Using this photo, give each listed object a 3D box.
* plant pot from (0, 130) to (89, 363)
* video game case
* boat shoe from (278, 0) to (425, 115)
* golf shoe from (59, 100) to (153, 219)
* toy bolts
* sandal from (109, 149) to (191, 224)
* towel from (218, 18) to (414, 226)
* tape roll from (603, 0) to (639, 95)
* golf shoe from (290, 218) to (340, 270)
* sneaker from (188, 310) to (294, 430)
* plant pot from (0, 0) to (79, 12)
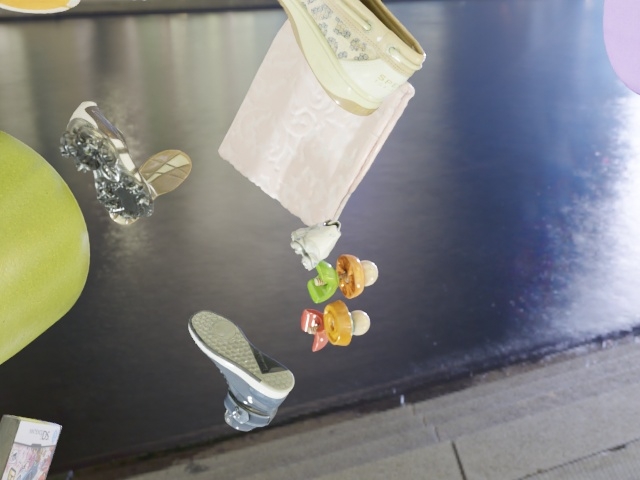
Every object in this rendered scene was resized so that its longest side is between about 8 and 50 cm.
[{"bbox_3d":[-0.414,0.053,0.728,0.274,0.275,0.293,1,25,6],"label":"plant pot"},{"bbox_3d":[-0.554,0.458,1.339,0.035,0.275,0.248,12,-17,1],"label":"video game case"},{"bbox_3d":[0.002,-0.258,0.711,0.089,0.285,0.104,-35,-8,35],"label":"boat shoe"},{"bbox_3d":[-0.284,-0.109,1.041,0.077,0.198,0.094,-9,53,8],"label":"golf shoe"},{"bbox_3d":[0.067,0.169,1.733,0.158,0.229,0.218,-7,46,-22],"label":"toy bolts"},{"bbox_3d":[-0.316,-0.103,1.371,0.180,0.072,0.049,-42,26,7],"label":"sandal"},{"bbox_3d":[-0.020,-0.220,1.398,0.332,0.317,0.053,40,18,33],"label":"towel"},{"bbox_3d":[0.474,-0.291,0.887,0.274,0.275,0.090,-9,27,-22],"label":"tape roll"},{"bbox_3d":[0.000,0.000,1.240,0.086,0.069,0.176,-35,9,1],"label":"golf shoe"},{"bbox_3d":[-0.164,0.244,1.354,0.226,0.163,0.086,39,44,15],"label":"sneaker"},{"bbox_3d":[-0.384,-0.411,0.980,0.205,0.188,0.205,-3,-2,0],"label":"plant pot"}]
